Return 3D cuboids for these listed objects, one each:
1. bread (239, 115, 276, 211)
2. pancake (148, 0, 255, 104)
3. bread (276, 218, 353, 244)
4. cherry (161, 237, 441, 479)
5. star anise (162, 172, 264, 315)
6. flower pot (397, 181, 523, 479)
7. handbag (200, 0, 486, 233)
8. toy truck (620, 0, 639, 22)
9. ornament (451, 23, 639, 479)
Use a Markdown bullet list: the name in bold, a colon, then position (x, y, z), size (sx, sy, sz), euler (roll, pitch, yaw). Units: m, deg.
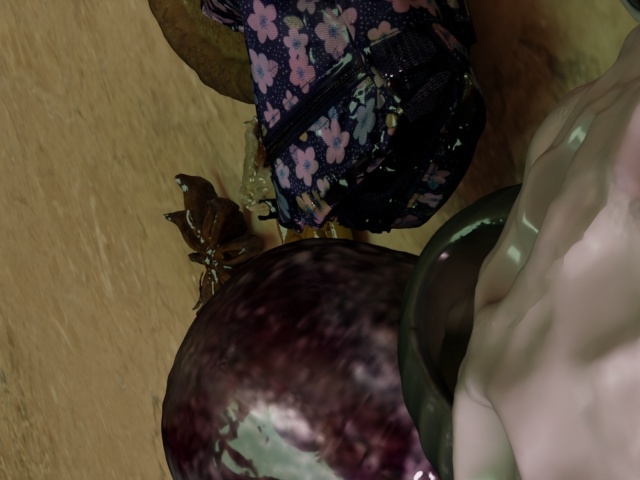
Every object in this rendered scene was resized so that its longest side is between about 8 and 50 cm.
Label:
- **bread**: position (-0.026, -0.058, 1.330), size (0.083, 0.035, 0.070), euler (-13, 69, 56)
- **pancake**: position (-0.082, -0.228, 1.343), size (0.288, 0.033, 0.286), euler (66, 157, 6)
- **bread**: position (0.000, 0.000, 1.365), size (0.110, 0.024, 0.110), euler (47, 148, 43)
- **cherry**: position (0.034, 0.119, 1.132), size (0.296, 0.218, 0.255), euler (21, 158, 39)
- **star anise**: position (-0.075, 0.013, 1.510), size (0.141, 0.042, 0.141), euler (47, 146, 45)
- **flower pot**: position (0.146, 0.073, 0.918), size (0.243, 0.189, 0.157), euler (44, -173, 34)
- **handbag**: position (0.017, -0.109, 1.105), size (0.228, 0.127, 0.208), euler (128, 125, -64)
- **toy truck**: position (0.167, -0.239, 0.630), size (0.363, 0.178, 0.176), euler (102, 149, -51)
- **ornament**: position (0.197, 0.063, 0.624), size (0.337, 0.337, 0.337), euler (46, 147, 41)
